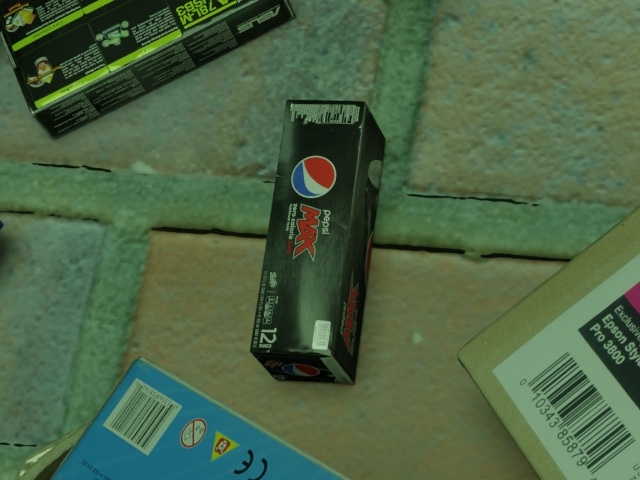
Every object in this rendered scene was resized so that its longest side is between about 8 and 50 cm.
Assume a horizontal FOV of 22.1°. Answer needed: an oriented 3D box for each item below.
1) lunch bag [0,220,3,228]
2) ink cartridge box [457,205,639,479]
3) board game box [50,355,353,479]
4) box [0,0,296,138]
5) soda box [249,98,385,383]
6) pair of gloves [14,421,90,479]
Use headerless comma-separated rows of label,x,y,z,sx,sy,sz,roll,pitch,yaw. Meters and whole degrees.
lunch bag,-0.300,0.003,1.071,0.151,0.096,0.129,32,84,15
ink cartridge box,0.208,0.089,0.849,0.193,0.088,0.234,-40,41,6
board game box,0.069,0.202,0.716,0.308,0.302,0.086,23,74,50
box,-0.138,-0.190,1.137,0.191,0.045,0.184,-27,66,1
soda box,0.000,0.000,1.010,0.053,0.060,0.169,2,69,17
pair of gloves,-0.104,0.215,0.957,0.240,0.042,0.204,39,78,23
